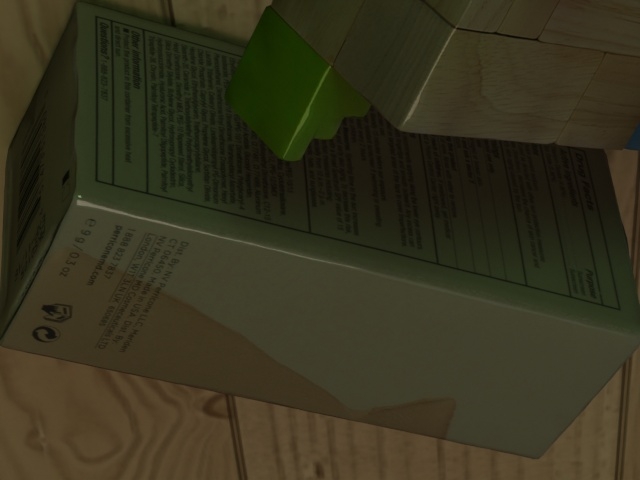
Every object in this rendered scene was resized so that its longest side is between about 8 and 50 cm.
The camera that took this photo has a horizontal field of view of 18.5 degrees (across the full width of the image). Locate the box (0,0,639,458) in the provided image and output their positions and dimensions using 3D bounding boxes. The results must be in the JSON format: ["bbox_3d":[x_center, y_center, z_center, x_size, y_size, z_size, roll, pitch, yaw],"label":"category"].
[{"bbox_3d":[0.000,0.000,1.026,0.311,0.148,0.121,15,134,-20],"label":"box"}]

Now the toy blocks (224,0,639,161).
[{"bbox_3d":[0.157,-0.182,0.825,0.261,0.191,0.381,2,125,-45],"label":"toy blocks"}]
